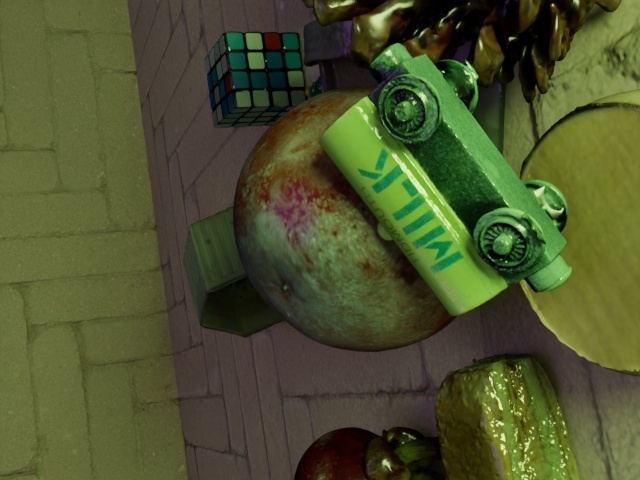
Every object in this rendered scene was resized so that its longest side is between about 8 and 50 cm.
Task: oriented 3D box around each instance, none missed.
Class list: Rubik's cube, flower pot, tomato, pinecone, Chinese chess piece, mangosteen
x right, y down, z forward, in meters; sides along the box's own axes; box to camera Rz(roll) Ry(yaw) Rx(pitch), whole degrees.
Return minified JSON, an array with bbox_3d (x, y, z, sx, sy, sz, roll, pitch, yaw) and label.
[{"bbox_3d":[-0.130,-0.314,1.391,0.155,0.154,0.151,167,97,-66],"label":"Rubik's cube"},{"bbox_3d":[-0.165,0.064,1.485,0.239,0.209,0.190,108,147,-45],"label":"flower pot"},{"bbox_3d":[0.049,-0.024,0.846,0.316,0.282,0.317,35,147,28],"label":"tomato"},{"bbox_3d":[0.133,-0.256,0.689,0.309,0.244,0.244,3,90,21],"label":"pinecone"},{"bbox_3d":[0.278,-0.006,0.614,0.249,0.103,0.250,174,90,-65],"label":"Chinese chess piece"},{"bbox_3d":[0.085,0.368,1.034,0.257,0.215,0.215,-35,57,23],"label":"mangosteen"}]

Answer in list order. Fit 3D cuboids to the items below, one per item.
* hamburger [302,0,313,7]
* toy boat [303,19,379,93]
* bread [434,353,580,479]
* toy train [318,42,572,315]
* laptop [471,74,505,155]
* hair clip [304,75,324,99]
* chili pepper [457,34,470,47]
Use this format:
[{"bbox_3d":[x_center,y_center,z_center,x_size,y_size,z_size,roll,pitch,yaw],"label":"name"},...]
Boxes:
[{"bbox_3d":[-0.041,-0.521,1.178,0.286,0.146,0.243,-151,66,-63],"label":"hamburger"},{"bbox_3d":[0.060,-0.209,1.010,0.276,0.111,0.294,-19,85,67],"label":"toy boat"},{"bbox_3d":[0.209,0.233,0.820,0.138,0.102,0.196,-31,65,61],"label":"bread"},{"bbox_3d":[0.106,-0.044,0.635,0.253,0.105,0.157,52,132,1],"label":"toy train"},{"bbox_3d":[0.177,-0.077,0.926,0.187,0.015,0.269,-158,65,-64],"label":"laptop"},{"bbox_3d":[0.018,-0.141,1.177,0.138,0.091,0.321,-15,82,63],"label":"hair clip"},{"bbox_3d":[0.132,-0.326,0.903,0.099,0.083,0.253,111,150,-44],"label":"chili pepper"}]
